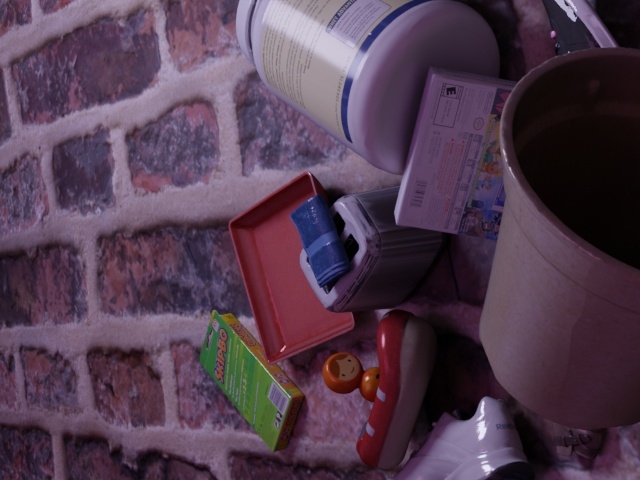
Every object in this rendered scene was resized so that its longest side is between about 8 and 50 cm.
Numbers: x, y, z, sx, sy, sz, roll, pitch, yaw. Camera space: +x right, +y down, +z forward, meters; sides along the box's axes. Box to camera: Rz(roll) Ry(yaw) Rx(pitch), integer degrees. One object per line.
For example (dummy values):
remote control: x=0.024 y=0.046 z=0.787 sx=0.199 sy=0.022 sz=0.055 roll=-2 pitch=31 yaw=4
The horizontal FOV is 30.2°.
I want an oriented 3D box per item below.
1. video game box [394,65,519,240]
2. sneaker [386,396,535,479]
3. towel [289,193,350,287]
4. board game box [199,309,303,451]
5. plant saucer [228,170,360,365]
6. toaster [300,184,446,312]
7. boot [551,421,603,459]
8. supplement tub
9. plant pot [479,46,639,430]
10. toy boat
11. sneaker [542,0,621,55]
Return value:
video game box: x=0.205 y=-0.103 z=1.482 sx=0.048 sy=0.187 sz=0.205 roll=-90 pitch=12 yaw=-65
sneaker: x=0.186 y=0.311 z=1.664 sx=0.297 sy=0.111 sz=0.129 roll=-36 pitch=51 yaw=46
towel: x=0.000 y=0.000 z=1.640 sx=0.067 sy=0.029 sz=0.119 roll=-37 pitch=67 yaw=48
board game box: x=-0.127 y=0.240 z=2.087 sx=0.259 sy=0.039 sz=0.124 roll=43 pitch=127 yaw=36
plant saucer: x=-0.036 y=0.048 z=1.924 sx=0.258 sy=0.048 sz=0.259 roll=-29 pitch=73 yaw=51
toaster: x=0.074 y=0.010 z=1.693 sx=0.129 sy=0.147 sz=0.227 roll=59 pitch=137 yaw=25
boot: x=0.309 y=0.230 z=1.518 sx=0.118 sy=0.042 sz=0.086 roll=15 pitch=110 yaw=51
supplement tub: x=0.055 y=-0.255 z=1.596 sx=0.325 sy=0.235 sz=0.235 roll=39 pitch=126 yaw=41
plant pot: x=0.309 y=0.025 z=1.224 sx=0.333 sy=0.334 sz=0.305 roll=54 pitch=149 yaw=31
toy boat: x=0.076 y=0.202 z=1.696 sx=0.151 sy=0.151 sz=0.231 roll=18 pitch=116 yaw=7
sneaker: x=0.291 y=-0.175 z=1.377 sx=0.147 sy=0.105 sz=0.295 roll=-34 pitch=71 yaw=19
